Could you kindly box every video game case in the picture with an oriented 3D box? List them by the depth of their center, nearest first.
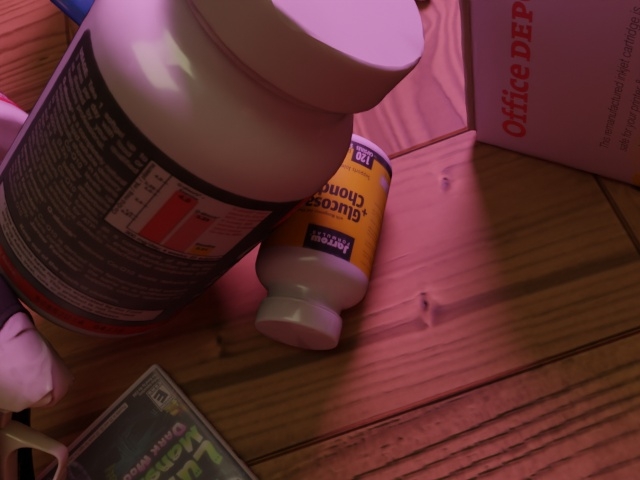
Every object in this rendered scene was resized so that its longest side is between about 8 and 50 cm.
[{"bbox_3d":[-0.161,0.231,0.600,0.190,0.022,0.173,-44,62,-10],"label":"video game case"}]

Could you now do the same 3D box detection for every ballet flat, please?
[{"bbox_3d":[-0.248,0.142,0.558,0.096,0.095,0.280,3,102,3],"label":"ballet flat"}]

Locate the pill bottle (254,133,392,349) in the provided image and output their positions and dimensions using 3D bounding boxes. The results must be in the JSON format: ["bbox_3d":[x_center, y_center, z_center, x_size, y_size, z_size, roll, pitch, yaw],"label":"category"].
[{"bbox_3d":[0.000,0.000,0.632,0.103,0.103,0.184,6,65,17],"label":"pill bottle"}]

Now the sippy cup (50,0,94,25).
[{"bbox_3d":[-0.191,-0.318,0.785,0.240,0.305,0.224,42,91,-1],"label":"sippy cup"}]

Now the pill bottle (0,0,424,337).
[{"bbox_3d":[-0.106,-0.084,0.545,0.363,0.210,0.210,-38,52,39],"label":"pill bottle"}]

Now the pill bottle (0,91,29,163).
[{"bbox_3d":[-0.457,-0.136,0.773,0.318,0.176,0.176,36,77,26],"label":"pill bottle"}]

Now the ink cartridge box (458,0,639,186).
[{"bbox_3d":[0.319,-0.164,0.534,0.384,0.279,0.160,20,69,22],"label":"ink cartridge box"}]
